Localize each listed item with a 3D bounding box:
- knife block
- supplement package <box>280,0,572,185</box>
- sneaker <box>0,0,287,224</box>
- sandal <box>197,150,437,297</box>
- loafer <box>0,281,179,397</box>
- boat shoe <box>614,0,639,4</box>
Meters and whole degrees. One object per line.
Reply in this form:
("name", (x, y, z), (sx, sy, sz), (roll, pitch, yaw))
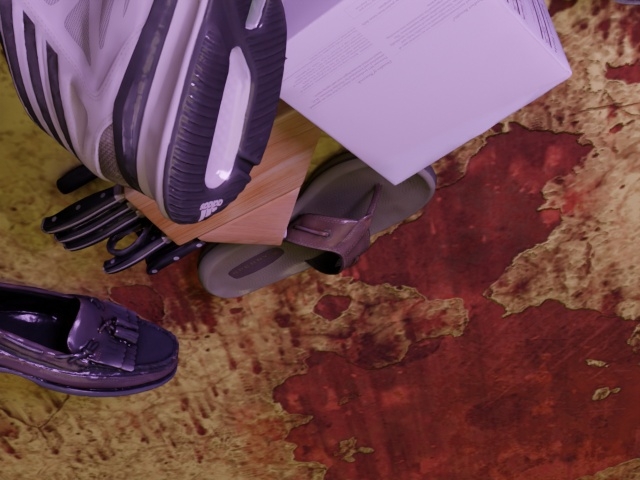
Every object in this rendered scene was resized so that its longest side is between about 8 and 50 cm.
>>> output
("knife block", (-0.141, -0.075, 1.170), (0.242, 0.088, 0.276), (4, 140, -17))
("supplement package", (0.067, -0.191, 1.022), (0.194, 0.149, 0.203), (-31, 136, 26))
("sneaker", (-0.132, -0.259, 0.887), (0.169, 0.257, 0.447), (-14, 126, -61))
("sandal", (0.000, 0.001, 1.293), (0.303, 0.086, 0.120), (-32, 136, 25))
("loafer", (-0.299, 0.103, 1.347), (0.302, 0.109, 0.095), (10, 133, -18))
("boat shoe", (0.263, -0.245, 1.008), (0.254, 0.079, 0.095), (18, 165, -16))
